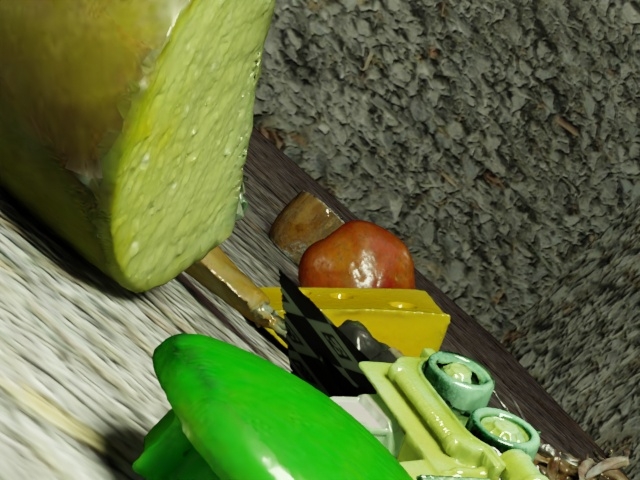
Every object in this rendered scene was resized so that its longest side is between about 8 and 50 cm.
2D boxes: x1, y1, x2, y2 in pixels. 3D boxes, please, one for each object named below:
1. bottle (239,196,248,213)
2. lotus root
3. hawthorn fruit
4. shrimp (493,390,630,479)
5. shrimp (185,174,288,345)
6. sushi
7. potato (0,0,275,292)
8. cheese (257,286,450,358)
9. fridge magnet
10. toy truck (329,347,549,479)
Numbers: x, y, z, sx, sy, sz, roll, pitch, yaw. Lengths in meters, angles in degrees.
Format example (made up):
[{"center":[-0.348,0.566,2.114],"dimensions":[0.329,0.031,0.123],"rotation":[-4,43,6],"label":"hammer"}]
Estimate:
[{"center":[-0.118,-0.059,1.932],"dimensions":[0.083,0.030,0.030],"rotation":[45,5,28],"label":"bottle"},{"center":[0.000,-0.001,2.108],"dimensions":[0.122,0.081,0.112],"rotation":[42,3,-13],"label":"lotus root"},{"center":[0.041,0.051,1.812],"dimensions":[0.125,0.125,0.140],"rotation":[30,47,-71],"label":"hawthorn fruit"},{"center":[0.286,0.280,1.791],"dimensions":[0.343,0.116,0.145],"rotation":[44,-10,6],"label":"shrimp"},{"center":[-0.114,-0.030,1.401],"dimensions":[0.185,0.068,0.287],"rotation":[33,8,-28],"label":"shrimp"},{"center":[0.064,0.122,1.241],"dimensions":[0.219,0.047,0.231],"rotation":[45,-15,17],"label":"sushi"},{"center":[-0.186,-0.151,1.089],"dimensions":[0.280,0.330,0.213],"rotation":[27,34,16],"label":"potato"},{"center":[0.006,0.083,1.483],"dimensions":[0.171,0.126,0.093],"rotation":[20,11,-18],"label":"cheese"},{"center":[-0.006,0.125,0.803],"dimensions":[0.208,0.088,0.208],"rotation":[44,5,-5],"label":"fridge magnet"},{"center":[0.069,0.173,1.000],"dimensions":[0.135,0.128,0.259],"rotation":[6,25,-31],"label":"toy truck"}]
